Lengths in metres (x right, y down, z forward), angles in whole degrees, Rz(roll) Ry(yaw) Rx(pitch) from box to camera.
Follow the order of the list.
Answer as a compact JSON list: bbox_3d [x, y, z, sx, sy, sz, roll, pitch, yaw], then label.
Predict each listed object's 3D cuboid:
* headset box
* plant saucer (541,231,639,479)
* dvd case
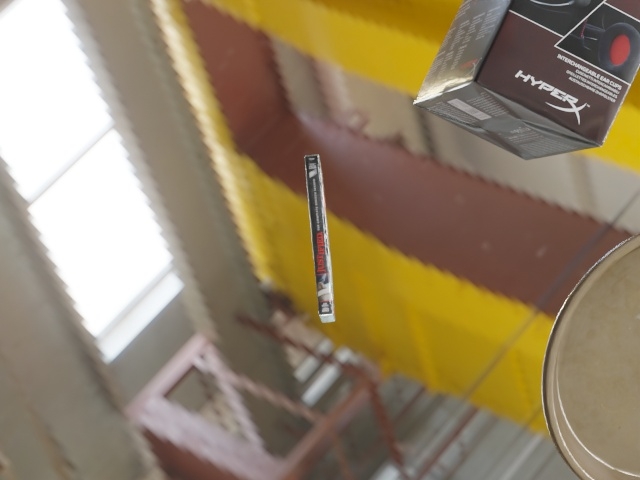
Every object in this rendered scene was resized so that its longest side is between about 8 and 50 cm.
[{"bbox_3d":[0.197,-0.217,1.455,0.110,0.293,0.218,26,-5,-8],"label":"headset box"},{"bbox_3d":[0.323,0.110,1.744,0.278,0.278,0.041,55,-4,-22],"label":"plant saucer"},{"bbox_3d":[0.000,0.000,1.452,0.087,0.013,0.119,76,8,-85],"label":"dvd case"}]
